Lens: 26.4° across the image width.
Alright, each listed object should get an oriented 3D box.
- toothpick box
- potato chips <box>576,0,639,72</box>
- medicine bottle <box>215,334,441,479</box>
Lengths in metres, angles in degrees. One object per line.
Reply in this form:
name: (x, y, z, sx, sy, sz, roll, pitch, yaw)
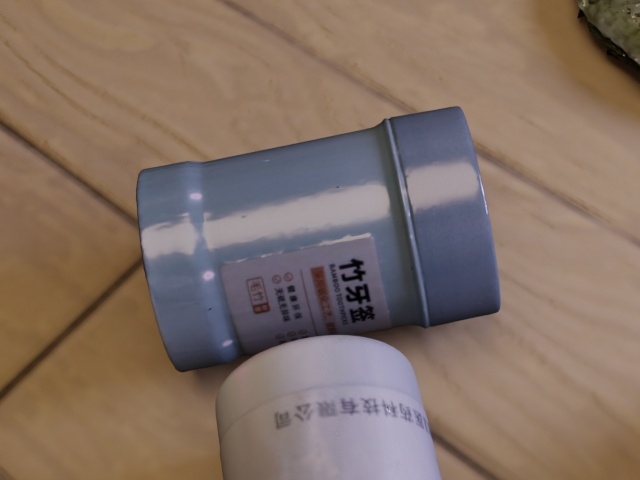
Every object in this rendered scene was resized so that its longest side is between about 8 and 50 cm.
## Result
toothpick box: (0.000, 0.000, 0.642, 0.153, 0.101, 0.101, -11, 56, 3)
potato chips: (0.249, -0.135, 0.737, 0.220, 0.029, 0.202, -1, 59, 6)
medicine bottle: (0.017, 0.167, 0.533, 0.095, 0.095, 0.260, -11, 57, 1)
